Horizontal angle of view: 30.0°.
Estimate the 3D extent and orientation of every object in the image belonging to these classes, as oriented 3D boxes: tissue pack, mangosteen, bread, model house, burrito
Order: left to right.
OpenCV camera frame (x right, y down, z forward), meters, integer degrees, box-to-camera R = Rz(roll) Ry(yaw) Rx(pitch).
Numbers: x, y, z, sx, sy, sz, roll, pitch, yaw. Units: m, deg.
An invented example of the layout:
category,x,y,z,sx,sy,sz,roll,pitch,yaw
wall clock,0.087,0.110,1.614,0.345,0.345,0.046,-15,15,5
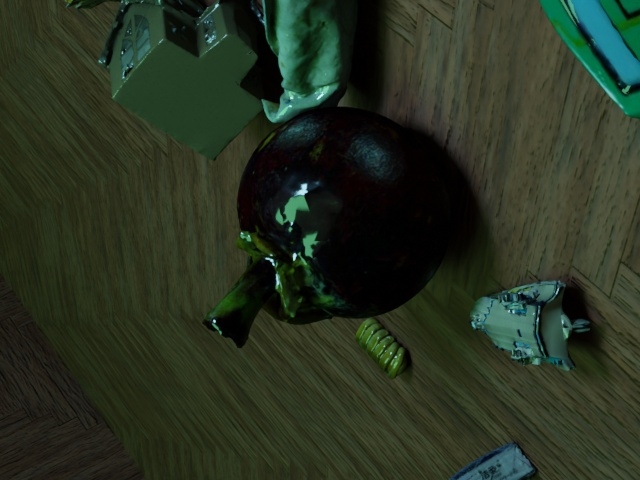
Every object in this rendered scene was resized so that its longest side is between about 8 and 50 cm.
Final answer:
category,x,y,z,sx,sy,sz,roll,pitch,yaw
model house,-0.157,-0.262,1.482,0.176,0.181,0.248,-41,41,25
burrito,-0.005,-0.223,1.228,0.089,0.144,0.229,22,145,20
mangosteen,0.000,0.000,1.220,0.231,0.289,0.231,28,147,20
bread,0.075,0.134,1.496,0.088,0.033,0.049,47,144,32
tissue pack,0.170,0.299,1.372,0.051,0.112,0.156,53,153,20

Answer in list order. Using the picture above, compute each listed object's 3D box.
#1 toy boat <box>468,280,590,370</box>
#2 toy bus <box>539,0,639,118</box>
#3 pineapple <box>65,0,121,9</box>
category,x,y,z,sx,sy,sz,roll,pitch,yaw
toy boat,0.192,0.080,1.197,0.210,0.066,0.084,-177,76,-74
toy bus,0.273,-0.188,0.646,0.199,0.183,0.343,63,156,-5
pineapple,-0.266,-0.366,1.561,0.236,0.186,0.114,-58,-53,-68
